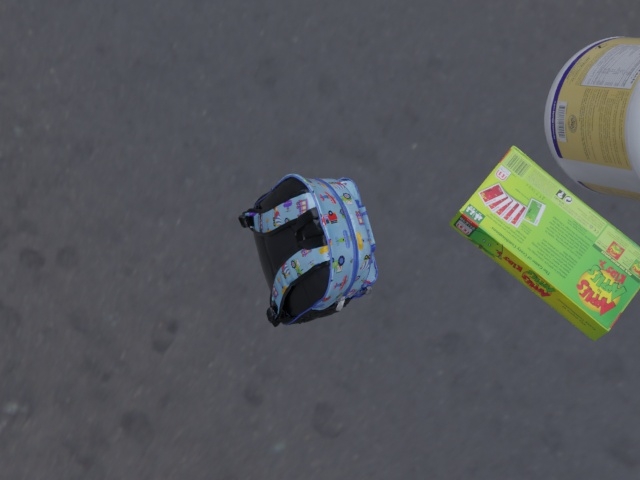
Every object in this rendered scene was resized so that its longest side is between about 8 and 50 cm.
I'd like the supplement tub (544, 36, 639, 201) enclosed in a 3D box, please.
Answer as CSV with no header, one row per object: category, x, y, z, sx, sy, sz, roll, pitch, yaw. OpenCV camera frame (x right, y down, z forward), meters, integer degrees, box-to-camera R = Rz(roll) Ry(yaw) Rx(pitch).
supplement tub,0.493,-0.166,2.088,0.241,0.331,0.241,-3,99,-21

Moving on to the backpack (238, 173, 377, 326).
backpack,0.000,0.000,1.627,0.117,0.173,0.158,-11,77,-25

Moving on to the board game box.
board game box,0.226,0.003,1.434,0.181,0.043,0.092,39,70,4
